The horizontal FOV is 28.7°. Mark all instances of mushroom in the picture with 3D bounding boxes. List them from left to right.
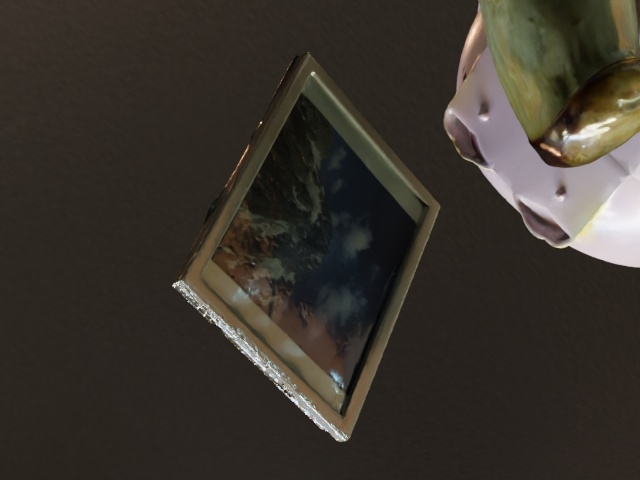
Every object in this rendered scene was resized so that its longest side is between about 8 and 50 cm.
[{"bbox_3d":[0.126,-0.199,0.714,0.087,0.107,0.333,-3,-107,-8],"label":"mushroom"}]

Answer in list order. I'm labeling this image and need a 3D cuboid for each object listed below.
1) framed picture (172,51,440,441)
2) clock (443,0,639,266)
[{"bbox_3d":[0.000,0.000,1.051,0.019,0.209,0.281,-20,-145,41],"label":"framed picture"},{"bbox_3d":[0.332,-0.161,1.172,0.368,0.377,0.250,50,-48,23],"label":"clock"}]
